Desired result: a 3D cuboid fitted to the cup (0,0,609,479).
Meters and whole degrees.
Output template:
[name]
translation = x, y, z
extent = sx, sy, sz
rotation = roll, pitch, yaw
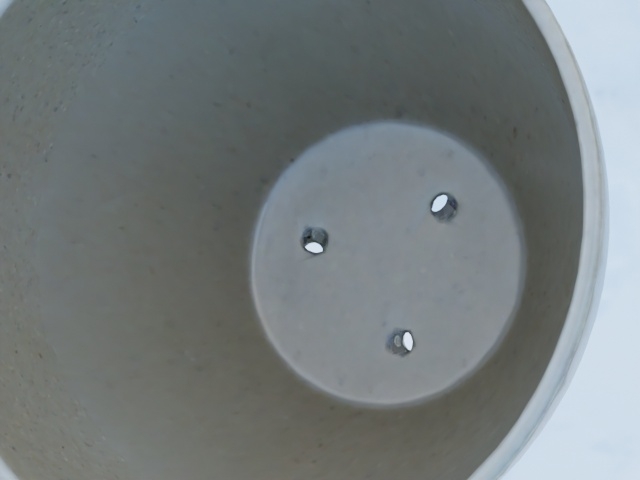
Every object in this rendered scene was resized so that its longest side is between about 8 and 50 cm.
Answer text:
[cup]
translation = 0.000, 0.000, 0.816
extent = 0.331, 0.331, 0.237
rotation = -18, 168, 18
